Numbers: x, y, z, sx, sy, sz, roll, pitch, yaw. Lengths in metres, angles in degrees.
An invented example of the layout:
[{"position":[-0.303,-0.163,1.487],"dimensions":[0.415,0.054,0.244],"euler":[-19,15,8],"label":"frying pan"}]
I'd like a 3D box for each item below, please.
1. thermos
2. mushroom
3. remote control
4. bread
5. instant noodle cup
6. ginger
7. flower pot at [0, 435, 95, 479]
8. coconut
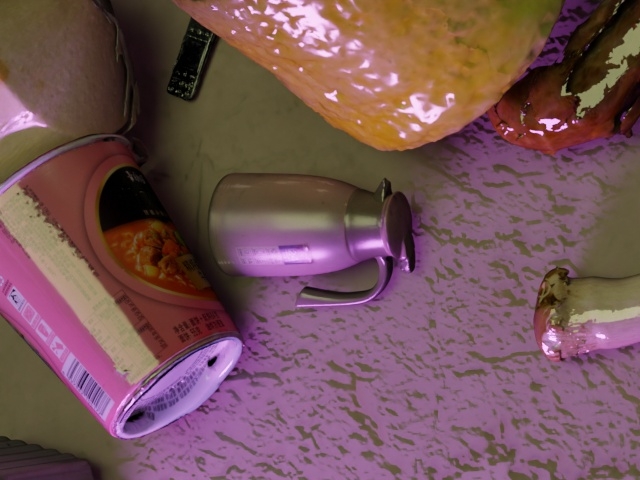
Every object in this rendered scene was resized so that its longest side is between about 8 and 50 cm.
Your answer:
[{"position":[0.000,0.000,1.727],"dimensions":[0.193,0.105,0.137],"euler":[0,108,24],"label":"thermos"},{"position":[0.289,0.050,1.555],"dimensions":[0.209,0.071,0.084],"euler":[-14,45,26],"label":"mushroom"},{"position":[-0.135,-0.198,1.881],"dimensions":[0.039,0.014,0.096],"euler":[23,95,32],"label":"remote control"},{"position":[0.034,-0.283,1.591],"dimensions":[0.348,0.308,0.348],"euler":[-37,39,38],"label":"bread"},{"position":[-0.214,0.059,1.781],"dimensions":[0.244,0.244,0.255],"euler":[-46,71,16],"label":"instant noodle cup"},{"position":[0.277,-0.197,1.573],"dimensions":[0.133,0.107,0.309],"euler":[36,105,-1],"label":"ginger"},{"position":[-0.345,0.320,1.799],"dimensions":[0.209,0.189,0.239],"euler":[-24,78,21],"label":"flower pot"},{"position":[-0.344,-0.188,1.848],"dimensions":[0.323,0.323,0.323],"euler":[-6,79,30],"label":"coconut"}]
